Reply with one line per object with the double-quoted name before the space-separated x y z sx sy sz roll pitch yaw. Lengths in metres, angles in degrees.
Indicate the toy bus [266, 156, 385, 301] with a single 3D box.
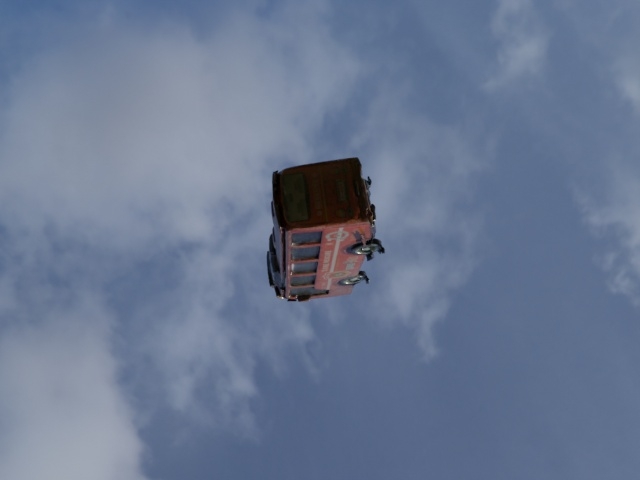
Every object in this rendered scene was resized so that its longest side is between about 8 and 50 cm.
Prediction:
"toy bus" 0.000 0.000 0.635 0.097 0.235 0.073 -5 -109 -7
